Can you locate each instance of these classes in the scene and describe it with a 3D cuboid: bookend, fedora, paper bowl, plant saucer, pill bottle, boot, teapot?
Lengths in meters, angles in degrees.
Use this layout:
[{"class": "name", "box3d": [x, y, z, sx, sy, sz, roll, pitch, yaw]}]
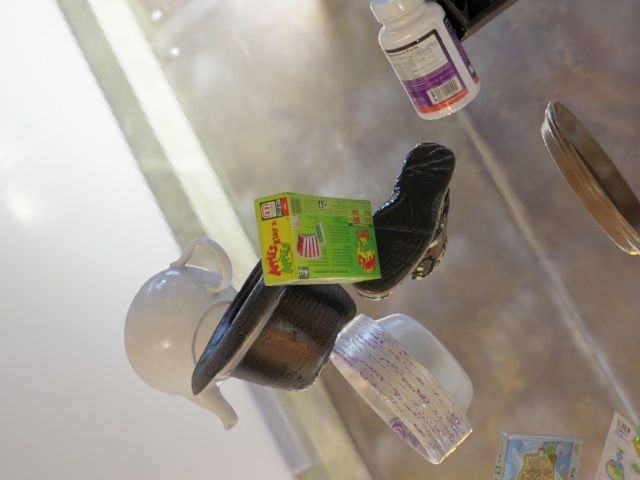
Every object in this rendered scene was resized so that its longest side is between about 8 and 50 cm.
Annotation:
[{"class": "bookend", "box3d": [0.225, -0.409, 1.711, 0.156, 0.157, 0.072, 52, 165, 4]}, {"class": "fedora", "box3d": [-0.051, 0.122, 1.594, 0.152, 0.334, 0.334, 33, -152, -5]}, {"class": "paper bowl", "box3d": [0.154, 0.241, 1.946, 0.284, 0.148, 0.284, 46, 170, 11]}, {"class": "plant saucer", "box3d": [0.413, -0.088, 1.661, 0.278, 0.041, 0.278, 44, -156, -25]}, {"class": "pill bottle", "box3d": [0.154, -0.289, 1.673, 0.193, 0.108, 0.108, 58, -158, -23]}, {"class": "boot", "box3d": [0.111, 0.013, 1.424, 0.179, 0.085, 0.236, 84, -150, -55]}, {"class": "teapot", "box3d": [-0.211, 0.162, 1.984, 0.256, 0.187, 0.253, 50, -120, -41]}]

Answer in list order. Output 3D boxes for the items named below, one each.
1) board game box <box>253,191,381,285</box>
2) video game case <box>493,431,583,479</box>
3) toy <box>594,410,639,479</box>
[{"class": "board game box", "box3d": [0.000, 0.000, 1.222, 0.181, 0.043, 0.092, 2, -101, -59]}, {"class": "video game case", "box3d": [0.357, 0.419, 1.856, 0.212, 0.023, 0.193, 11, -93, -42]}, {"class": "toy", "box3d": [0.561, 0.410, 1.956, 0.056, 0.237, 0.137, -28, -132, -27]}]
